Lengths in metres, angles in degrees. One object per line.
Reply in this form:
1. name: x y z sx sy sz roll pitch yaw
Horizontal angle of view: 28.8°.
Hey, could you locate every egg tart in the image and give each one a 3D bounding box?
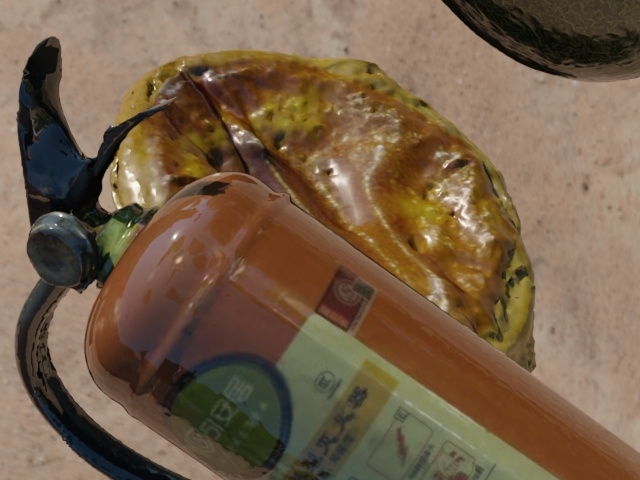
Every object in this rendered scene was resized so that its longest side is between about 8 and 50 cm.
1. egg tart: 0.000 0.000 0.922 0.351 0.153 0.339 29 41 -4

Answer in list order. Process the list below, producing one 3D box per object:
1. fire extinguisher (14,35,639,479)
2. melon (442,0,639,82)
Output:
1. fire extinguisher: -0.004 0.093 0.541 0.376 0.113 0.200 37 110 -1
2. melon: 0.082 -0.120 0.417 0.114 0.167 0.114 -31 27 18
